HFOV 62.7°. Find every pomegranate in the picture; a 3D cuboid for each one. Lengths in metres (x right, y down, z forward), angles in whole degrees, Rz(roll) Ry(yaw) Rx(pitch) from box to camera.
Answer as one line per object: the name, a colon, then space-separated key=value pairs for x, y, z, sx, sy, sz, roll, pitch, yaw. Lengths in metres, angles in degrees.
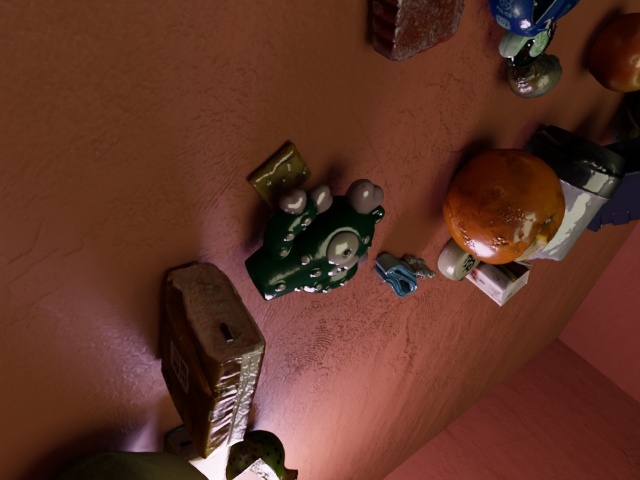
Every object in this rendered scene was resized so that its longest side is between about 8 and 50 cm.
pomegranate: x=-0.132 y=0.502 z=1.211 sx=0.169 sy=0.122 sz=0.143 roll=5 pitch=140 yaw=-3

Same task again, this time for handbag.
handbag: x=0.795 y=-0.138 z=1.410 sx=0.304 sy=0.121 sz=0.329 roll=-12 pitch=152 yaw=27

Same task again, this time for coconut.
coconut: x=-0.305 y=0.487 z=0.845 sx=0.329 sy=0.281 sz=0.328 roll=-10 pitch=149 yaw=-6

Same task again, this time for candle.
candle: x=0.531 y=-0.084 z=1.236 sx=0.221 sy=0.221 sz=0.342 roll=-2 pitch=126 yaw=-48

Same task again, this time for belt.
belt: x=0.182 y=0.067 z=1.158 sx=0.100 sy=0.065 sz=0.179 roll=-40 pitch=150 yaw=9

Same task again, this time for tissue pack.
tissue pack: x=-0.247 y=0.436 z=1.050 sx=0.120 sy=0.082 sz=0.169 roll=-16 pitch=137 yaw=-37
tissue pack: x=-0.161 y=0.169 z=0.755 sx=0.092 sy=0.183 sz=0.226 roll=-16 pitch=137 yaw=-33
tissue pack: x=0.470 y=0.081 z=1.422 sx=0.106 sy=0.149 sz=0.099 roll=-39 pitch=148 yaw=-11

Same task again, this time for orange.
orange: x=0.374 y=-0.069 z=1.077 sx=0.240 sy=0.240 sz=0.240 roll=-30 pitch=145 yaw=-24

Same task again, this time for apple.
apple: x=0.654 y=-0.400 z=1.119 sx=0.164 sy=0.139 sz=0.163 roll=-19 pitch=141 yaw=-16

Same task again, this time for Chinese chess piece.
Chinese chess piece: x=0.365 y=0.036 z=1.337 sx=0.144 sy=0.058 sz=0.144 roll=-31 pitch=146 yaw=-24

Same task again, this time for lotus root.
lotus root: x=0.400 y=-0.305 z=0.970 sx=0.165 sy=0.088 sz=0.088 roll=-30 pitch=147 yaw=-47

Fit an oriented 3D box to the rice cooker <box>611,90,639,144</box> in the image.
rice cooker: x=1.025 y=-0.326 z=1.461 sx=0.335 sy=0.335 sz=0.325 roll=-32 pitch=146 yaw=-22

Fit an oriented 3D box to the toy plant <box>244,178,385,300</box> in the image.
toy plant: x=0.001 y=0.002 z=0.826 sx=0.243 sy=0.112 sz=0.232 roll=-12 pitch=140 yaw=-34

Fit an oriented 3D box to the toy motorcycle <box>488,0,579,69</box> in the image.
toy motorcycle: x=0.368 y=-0.418 z=0.782 sx=0.196 sy=0.125 sz=0.331 roll=-5 pitch=134 yaw=-48

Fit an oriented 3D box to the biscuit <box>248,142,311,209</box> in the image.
biscuit: x=-0.055 y=-0.089 z=0.746 sx=0.083 sy=0.018 sz=0.081 roll=-42 pitch=149 yaw=-6

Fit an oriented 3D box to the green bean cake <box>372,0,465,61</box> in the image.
green bean cake: x=0.127 y=-0.312 z=0.672 sx=0.135 sy=0.056 sz=0.135 roll=-28 pitch=144 yaw=-24
